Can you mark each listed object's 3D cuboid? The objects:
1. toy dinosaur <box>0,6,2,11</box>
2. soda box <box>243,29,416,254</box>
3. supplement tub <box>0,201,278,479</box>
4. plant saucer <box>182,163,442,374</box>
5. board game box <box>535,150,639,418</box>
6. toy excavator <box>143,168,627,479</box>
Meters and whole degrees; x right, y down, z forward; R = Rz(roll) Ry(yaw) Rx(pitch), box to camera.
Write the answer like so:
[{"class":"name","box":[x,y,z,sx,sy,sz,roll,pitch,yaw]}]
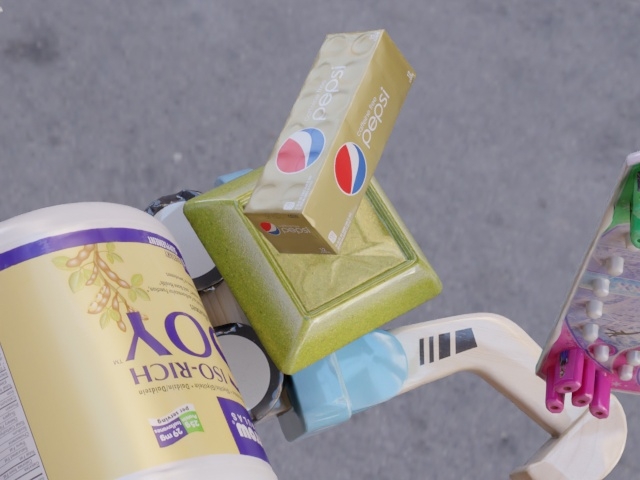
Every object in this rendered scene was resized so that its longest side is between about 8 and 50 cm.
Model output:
[{"class":"toy dinosaur","box":[-0.261,-0.142,0.490,0.160,0.313,0.121,-36,45,5]},{"class":"soda box","box":[0.010,-0.078,1.240,0.061,0.058,0.181,1,57,39]},{"class":"supplement tub","box":[-0.173,0.163,1.229,0.241,0.241,0.331,-16,64,-19]},{"class":"plant saucer","box":[0.000,0.000,1.452,0.188,0.045,0.188,-27,78,-25]},{"class":"board game box","box":[0.410,0.074,1.353,0.390,0.390,0.050,8,59,-1]},{"class":"toy excavator","box":[0.059,0.106,1.672,0.445,0.222,0.432,-17,81,-10]}]
